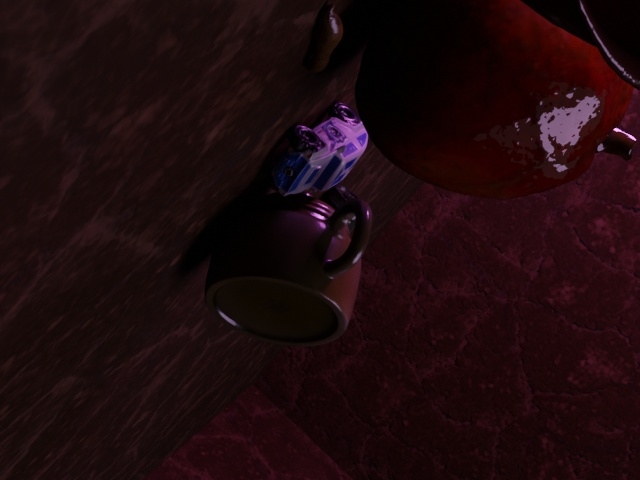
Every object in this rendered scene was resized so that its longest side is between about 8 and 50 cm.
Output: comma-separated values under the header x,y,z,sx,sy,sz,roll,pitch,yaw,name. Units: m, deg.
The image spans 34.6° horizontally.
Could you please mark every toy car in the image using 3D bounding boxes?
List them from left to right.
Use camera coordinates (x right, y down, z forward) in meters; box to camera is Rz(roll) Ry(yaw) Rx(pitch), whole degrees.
x,y,z,sx,sy,sz,roll,pitch,yaw,name
0.005,-0.107,1.241,0.080,0.070,0.170,-53,171,35,toy car

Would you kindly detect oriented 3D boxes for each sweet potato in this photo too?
x,y,z,sx,sy,sz,roll,pitch,yaw,name
0.005,-0.186,0.971,0.026,0.026,0.115,-45,172,-24,sweet potato

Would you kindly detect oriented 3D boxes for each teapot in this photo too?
x,y,z,sx,sy,sz,roll,pitch,yaw,name
-0.031,0.013,1.269,0.267,0.185,0.175,-23,-133,44,teapot

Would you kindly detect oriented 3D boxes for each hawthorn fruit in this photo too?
x,y,z,sx,sy,sz,roll,pitch,yaw,name
0.193,-0.169,1.066,0.265,0.307,0.265,23,90,-88,hawthorn fruit

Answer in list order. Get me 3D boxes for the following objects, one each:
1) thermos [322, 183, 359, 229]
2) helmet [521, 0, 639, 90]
x,y,z,sx,sy,sz,roll,pitch,yaw,name
-0.003,-0.003,1.763,0.188,0.083,0.073,-48,-144,16,thermos
0.217,-0.287,0.684,0.384,0.230,0.338,-7,117,-39,helmet
